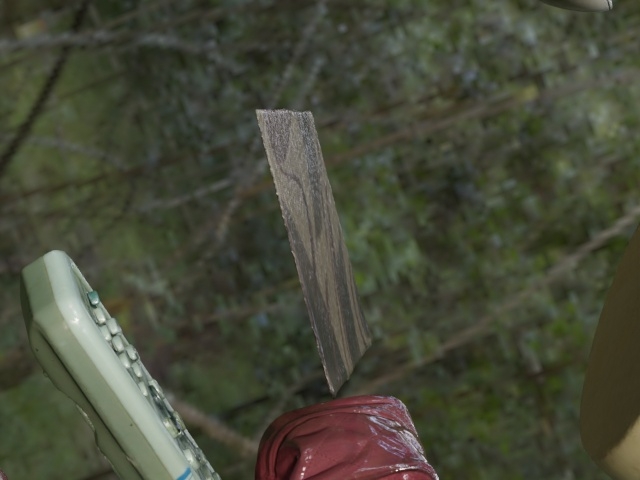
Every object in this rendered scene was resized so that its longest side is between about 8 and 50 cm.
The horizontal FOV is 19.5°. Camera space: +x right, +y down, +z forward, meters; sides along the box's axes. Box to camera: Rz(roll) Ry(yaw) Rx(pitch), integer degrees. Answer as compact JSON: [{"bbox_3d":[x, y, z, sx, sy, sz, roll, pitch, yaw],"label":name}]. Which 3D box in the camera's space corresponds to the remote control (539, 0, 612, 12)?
[{"bbox_3d":[0.212,-0.254,1.796,0.073,0.044,0.229,54,-9,-24],"label":"remote control"}]

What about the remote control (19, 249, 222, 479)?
[{"bbox_3d":[-0.142,0.162,1.499,0.335,0.066,0.128,60,1,-27],"label":"remote control"}]

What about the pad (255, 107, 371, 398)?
[{"bbox_3d":[0.000,0.000,1.487,0.330,0.004,0.220,-35,111,-82],"label":"pad"}]

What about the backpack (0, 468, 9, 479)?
[{"bbox_3d":[-0.200,0.159,0.823,0.229,0.139,0.229,-175,-90,-67],"label":"backpack"}]

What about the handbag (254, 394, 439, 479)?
[{"bbox_3d":[0.031,0.243,1.516,0.135,0.146,0.225,-118,-164,-61],"label":"handbag"}]

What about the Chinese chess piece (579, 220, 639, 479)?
[{"bbox_3d":[0.283,0.060,1.365,0.273,0.102,0.273,-160,-90,-86],"label":"Chinese chess piece"}]
